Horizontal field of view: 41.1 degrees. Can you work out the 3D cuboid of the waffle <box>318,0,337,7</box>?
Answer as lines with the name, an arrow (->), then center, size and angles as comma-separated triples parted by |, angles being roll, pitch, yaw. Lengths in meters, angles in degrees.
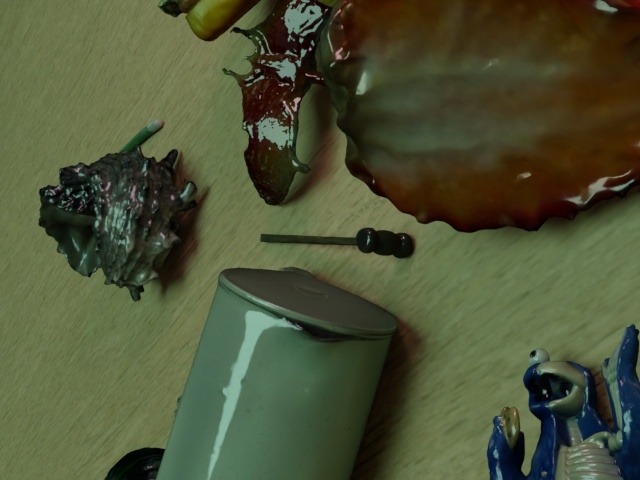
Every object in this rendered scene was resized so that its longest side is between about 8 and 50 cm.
waffle -> 0.081, -0.312, 0.918 | 0.211, 0.055, 0.160 | 33, 91, 36

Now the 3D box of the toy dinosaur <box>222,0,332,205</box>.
toy dinosaur -> -0.022, -0.217, 1.060 | 0.206, 0.113, 0.328 | -8, 86, 26

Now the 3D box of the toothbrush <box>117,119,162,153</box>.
toothbrush -> -0.347, -0.162, 1.531 | 0.257, 0.018, 0.024 | -26, 56, 49

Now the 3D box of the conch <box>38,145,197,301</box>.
conch -> -0.314, -0.023, 1.349 | 0.313, 0.186, 0.241 | -5, 87, 33

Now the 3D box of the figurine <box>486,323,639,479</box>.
figurine -> 0.206, 0.198, 0.637 | 0.164, 0.120, 0.262 | -34, 40, 45

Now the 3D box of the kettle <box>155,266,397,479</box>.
kettle -> -0.047, 0.201, 0.931 | 0.205, 0.265, 0.318 | 19, 99, 21

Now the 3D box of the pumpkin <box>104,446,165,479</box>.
pumpkin -> -0.242, 0.383, 1.157 | 0.202, 0.140, 0.202 | -34, 49, 51

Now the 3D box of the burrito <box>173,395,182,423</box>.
burrito -> -0.162, 0.249, 1.168 | 0.118, 0.044, 0.074 | -2, 77, 57

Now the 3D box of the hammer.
hammer -> 0.000, 0.000, 1.013 | 0.292, 0.058, 0.029 | 2, 83, 59

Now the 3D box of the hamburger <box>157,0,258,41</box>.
hamburger -> -0.119, -0.379, 1.077 | 0.246, 0.170, 0.246 | -38, 16, 13

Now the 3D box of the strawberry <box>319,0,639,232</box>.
strawberry -> 0.164, -0.143, 0.717 | 0.336, 0.149, 0.265 | 1, 126, 33
